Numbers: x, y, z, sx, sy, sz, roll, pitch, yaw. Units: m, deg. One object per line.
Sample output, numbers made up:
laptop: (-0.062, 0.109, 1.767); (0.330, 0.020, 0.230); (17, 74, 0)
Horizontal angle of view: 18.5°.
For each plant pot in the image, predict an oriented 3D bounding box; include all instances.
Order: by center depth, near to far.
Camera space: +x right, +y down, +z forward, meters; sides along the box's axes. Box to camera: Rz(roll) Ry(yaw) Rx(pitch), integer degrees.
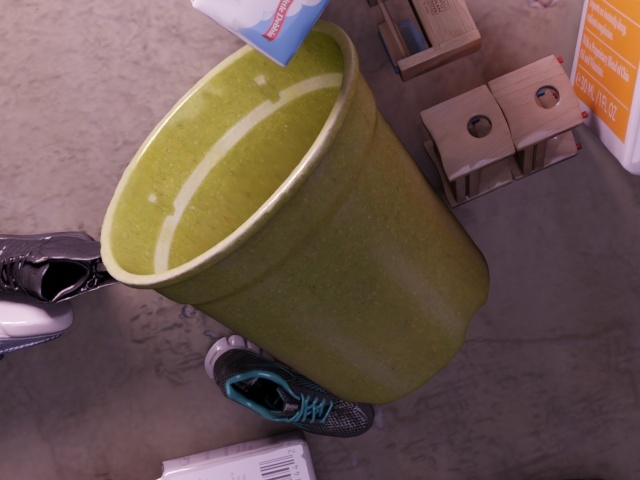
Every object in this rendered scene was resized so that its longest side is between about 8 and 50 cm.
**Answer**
plant pot: (0.000, 0.000, 1.661); (0.276, 0.276, 0.254); (-43, 118, 7)

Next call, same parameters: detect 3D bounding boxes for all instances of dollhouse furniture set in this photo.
dollhouse furniture set: (0.135, -0.147, 1.705); (0.129, 0.129, 0.183); (-23, 79, 0)

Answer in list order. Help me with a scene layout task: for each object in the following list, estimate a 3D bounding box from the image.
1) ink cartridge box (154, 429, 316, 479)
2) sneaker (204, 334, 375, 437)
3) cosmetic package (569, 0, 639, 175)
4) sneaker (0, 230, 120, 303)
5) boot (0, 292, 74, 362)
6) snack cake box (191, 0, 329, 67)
ink cartridge box: (-0.107, 0.349, 1.811); (0.261, 0.066, 0.296); (-13, 96, -3)
sneaker: (-0.027, 0.146, 1.783); (0.166, 0.076, 0.065); (20, 105, -13)
cosmetic package: (0.338, -0.290, 1.609); (0.161, 0.230, 0.453); (7, 106, -8)
sneaker: (-0.249, 0.025, 1.711); (0.170, 0.089, 0.051); (-9, 108, -4)
boot: (-0.310, 0.098, 1.746); (0.190, 0.069, 0.086); (-3, 115, 3)
snack cake box: (-0.035, -0.249, 1.557); (0.089, 0.264, 0.152); (33, 101, -16)
